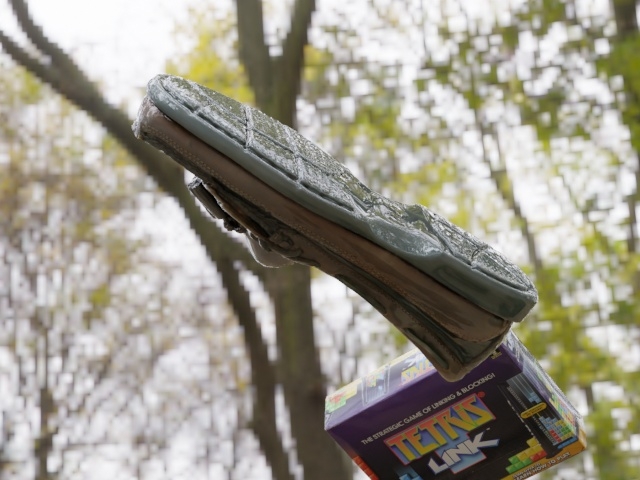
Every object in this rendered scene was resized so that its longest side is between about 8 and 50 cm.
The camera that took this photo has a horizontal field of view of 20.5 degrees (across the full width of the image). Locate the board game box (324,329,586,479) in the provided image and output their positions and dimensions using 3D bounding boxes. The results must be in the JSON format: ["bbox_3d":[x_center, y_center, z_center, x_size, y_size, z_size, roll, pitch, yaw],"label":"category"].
[{"bbox_3d":[0.112,0.151,1.464,0.170,0.048,0.141,-31,-61,21],"label":"board game box"}]

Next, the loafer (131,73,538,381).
[{"bbox_3d":[0.000,0.000,1.037,0.267,0.096,0.084,29,-72,-14],"label":"loafer"}]
